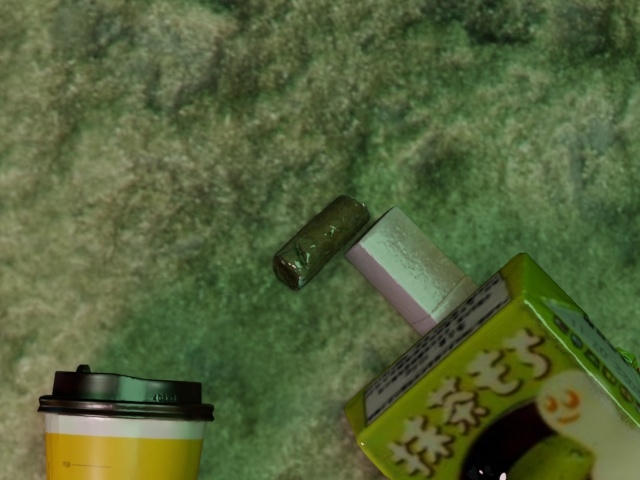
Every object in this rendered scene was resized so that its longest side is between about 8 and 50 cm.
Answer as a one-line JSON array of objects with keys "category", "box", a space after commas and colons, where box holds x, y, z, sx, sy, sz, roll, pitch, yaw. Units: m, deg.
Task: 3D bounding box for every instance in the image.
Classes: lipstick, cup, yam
[{"category": "lipstick", "box": [0.189, 0.118, 1.804, 0.371, 0.080, 0.076, 46, 71, -1]}, {"category": "cup", "box": [-0.216, 0.277, 1.602, 0.196, 0.196, 0.280, 4, 83, -15]}, {"category": "yam", "box": [0.000, 0.000, 1.793, 0.054, 0.054, 0.132, 47, 69, -1]}]

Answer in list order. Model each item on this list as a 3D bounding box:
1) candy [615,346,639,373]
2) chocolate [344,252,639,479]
[{"category": "candy", "box": [0.318, 0.126, 1.861, 0.194, 0.062, 0.058, 35, 114, 4]}, {"category": "chocolate", "box": [0.221, 0.219, 1.695, 0.301, 0.137, 0.289, -43, 92, 11]}]
